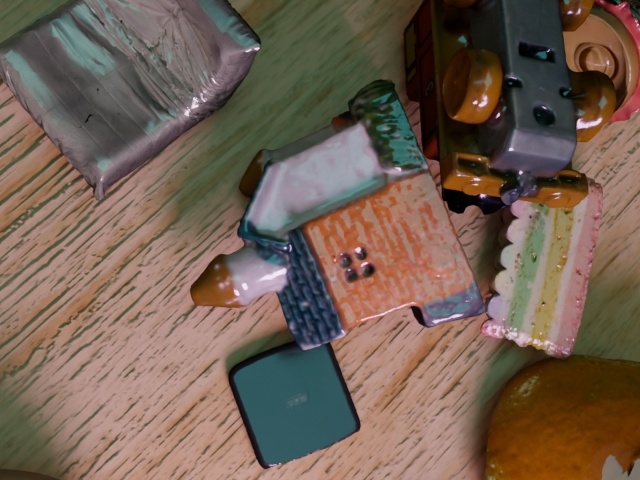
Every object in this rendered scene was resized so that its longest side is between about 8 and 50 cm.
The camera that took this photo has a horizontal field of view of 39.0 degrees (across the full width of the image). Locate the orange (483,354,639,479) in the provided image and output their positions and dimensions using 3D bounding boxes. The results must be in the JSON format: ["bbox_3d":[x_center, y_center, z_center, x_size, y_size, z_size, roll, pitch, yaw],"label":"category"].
[{"bbox_3d":[0.351,0.263,1.034,0.335,0.196,0.262,15,63,-4],"label":"orange"}]

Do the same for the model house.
[{"bbox_3d":[0.000,0.000,1.002,0.301,0.190,0.271,-22,90,-1],"label":"model house"}]

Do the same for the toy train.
[{"bbox_3d":[0.188,-0.195,1.010,0.163,0.231,0.369,7,65,-16],"label":"toy train"}]

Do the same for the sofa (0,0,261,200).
[{"bbox_3d":[-0.210,-0.194,0.960,0.225,0.176,0.210,-38,91,-17],"label":"sofa"}]

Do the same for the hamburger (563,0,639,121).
[{"bbox_3d":[0.361,-0.236,1.125,0.137,0.175,0.175,-30,88,-31],"label":"hamburger"}]

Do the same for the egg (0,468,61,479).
[{"bbox_3d":[-0.306,0.319,0.824,0.269,0.219,0.219,-1,81,-11],"label":"egg"}]

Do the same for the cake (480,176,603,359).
[{"bbox_3d":[0.263,0.016,1.062,0.109,0.090,0.225,14,69,2],"label":"cake"}]

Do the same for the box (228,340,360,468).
[{"bbox_3d":[-0.030,0.179,1.020,0.126,0.027,0.125,-19,83,-15],"label":"box"}]
